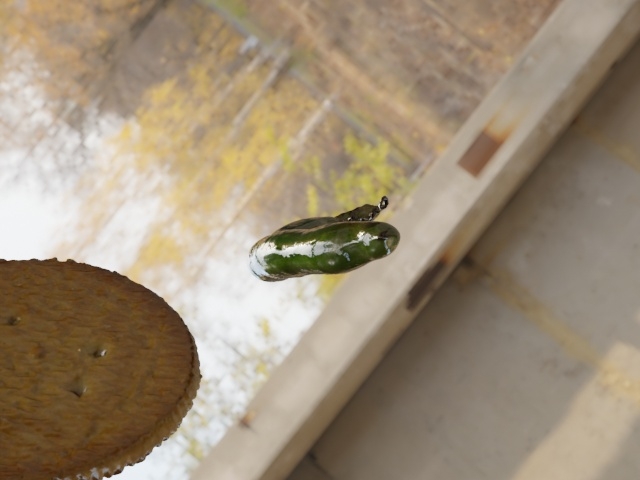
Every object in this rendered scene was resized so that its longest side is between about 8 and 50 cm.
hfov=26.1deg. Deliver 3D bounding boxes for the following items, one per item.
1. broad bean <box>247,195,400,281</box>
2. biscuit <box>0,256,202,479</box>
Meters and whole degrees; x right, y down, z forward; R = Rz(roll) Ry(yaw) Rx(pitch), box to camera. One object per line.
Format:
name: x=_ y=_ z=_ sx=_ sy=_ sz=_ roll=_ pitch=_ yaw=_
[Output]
broad bean: x=0.000 y=0.000 z=1.252 sx=0.292 sy=0.144 sz=0.049 roll=-83 pitch=-28 yaw=-84
biscuit: x=-0.253 y=0.112 z=1.176 sx=0.305 sy=0.038 sz=0.305 roll=3 pitch=-145 yaw=-2
